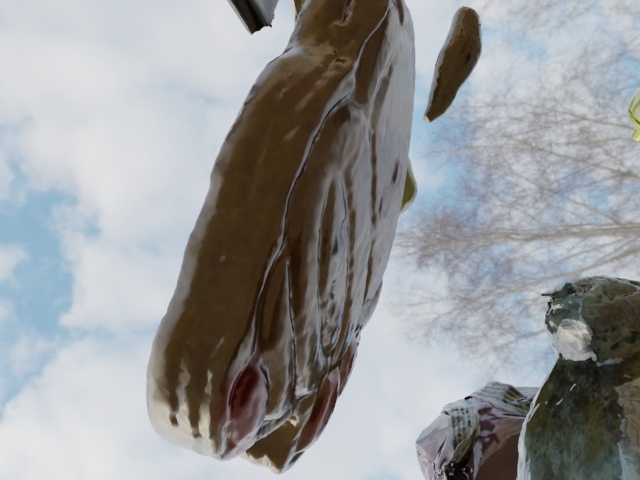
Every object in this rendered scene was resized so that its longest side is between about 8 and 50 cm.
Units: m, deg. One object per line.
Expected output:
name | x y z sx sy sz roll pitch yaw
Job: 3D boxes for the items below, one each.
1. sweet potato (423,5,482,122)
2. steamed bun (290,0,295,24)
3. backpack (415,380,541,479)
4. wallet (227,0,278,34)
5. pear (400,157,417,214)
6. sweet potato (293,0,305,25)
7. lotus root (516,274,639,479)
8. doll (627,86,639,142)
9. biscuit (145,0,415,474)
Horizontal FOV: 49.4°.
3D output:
sweet potato | 0.246 -0.316 1.256 0.077 0.077 0.244 30 -112 -28
steamed bun | 0.039 -0.534 1.710 0.146 0.164 0.242 -30 -120 -27
backpack | 0.279 0.319 1.081 0.283 0.317 0.197 -28 -82 -6
wallet | -0.174 -0.510 1.078 0.377 0.051 0.197 57 -151 -30
pear | 0.140 -0.137 1.556 0.166 0.216 0.180 2 -104 -4
sweet potato | 0.016 -0.327 1.104 0.130 0.130 0.423 -34 -39 -29
lotus root | 0.195 0.182 0.358 0.175 0.175 0.350 15 -128 -31
doll | 0.402 -0.183 0.770 0.062 0.162 0.106 28 -138 6
biscuit | 0.000 0.000 0.509 0.381 0.074 0.359 -62 -23 -48
